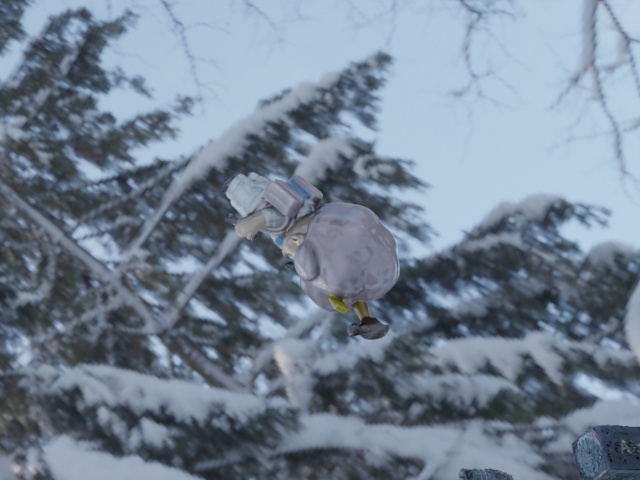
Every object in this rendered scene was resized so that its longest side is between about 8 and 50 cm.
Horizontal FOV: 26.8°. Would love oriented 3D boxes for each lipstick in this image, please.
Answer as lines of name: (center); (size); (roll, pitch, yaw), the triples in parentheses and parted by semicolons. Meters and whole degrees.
lipstick: (0.401, 0.223, 1.365); (0.312, 0.051, 0.051); (6, -35, -24)

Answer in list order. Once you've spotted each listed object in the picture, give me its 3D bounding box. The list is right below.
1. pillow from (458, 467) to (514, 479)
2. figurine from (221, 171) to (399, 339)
pillow: (0.234, 0.375, 1.353); (0.161, 0.335, 0.092); (-55, -27, 11)
figurine: (0.000, 0.000, 1.366); (0.112, 0.229, 0.137); (-57, -19, 12)
